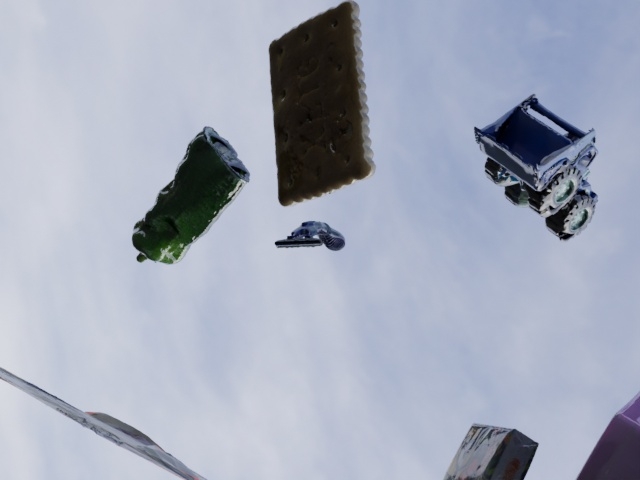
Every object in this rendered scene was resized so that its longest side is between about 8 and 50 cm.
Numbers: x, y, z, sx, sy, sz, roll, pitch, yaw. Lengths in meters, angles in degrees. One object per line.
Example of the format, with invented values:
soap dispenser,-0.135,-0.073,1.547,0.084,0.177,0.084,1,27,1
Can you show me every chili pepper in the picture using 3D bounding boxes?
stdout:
chili pepper,-0.239,-0.055,1.706,0.136,0.099,0.270,47,-72,14

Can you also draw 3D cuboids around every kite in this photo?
kite,-0.115,0.126,0.601,0.378,0.013,0.327,29,-13,3

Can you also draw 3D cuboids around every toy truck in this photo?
toy truck,0.293,-0.100,1.266,0.126,0.208,0.113,-50,-127,3

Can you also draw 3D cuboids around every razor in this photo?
razor,0.000,-0.005,0.949,0.044,0.154,0.028,-2,-92,16

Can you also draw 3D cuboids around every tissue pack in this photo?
tissue pack,0.141,0.187,0.816,0.035,0.063,0.083,33,-12,-10

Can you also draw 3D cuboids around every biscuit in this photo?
biscuit,-0.007,-0.229,1.654,0.217,0.044,0.324,-17,-111,39

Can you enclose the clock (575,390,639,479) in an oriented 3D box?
clock,0.314,0.181,0.756,0.102,0.339,0.338,35,-52,35
